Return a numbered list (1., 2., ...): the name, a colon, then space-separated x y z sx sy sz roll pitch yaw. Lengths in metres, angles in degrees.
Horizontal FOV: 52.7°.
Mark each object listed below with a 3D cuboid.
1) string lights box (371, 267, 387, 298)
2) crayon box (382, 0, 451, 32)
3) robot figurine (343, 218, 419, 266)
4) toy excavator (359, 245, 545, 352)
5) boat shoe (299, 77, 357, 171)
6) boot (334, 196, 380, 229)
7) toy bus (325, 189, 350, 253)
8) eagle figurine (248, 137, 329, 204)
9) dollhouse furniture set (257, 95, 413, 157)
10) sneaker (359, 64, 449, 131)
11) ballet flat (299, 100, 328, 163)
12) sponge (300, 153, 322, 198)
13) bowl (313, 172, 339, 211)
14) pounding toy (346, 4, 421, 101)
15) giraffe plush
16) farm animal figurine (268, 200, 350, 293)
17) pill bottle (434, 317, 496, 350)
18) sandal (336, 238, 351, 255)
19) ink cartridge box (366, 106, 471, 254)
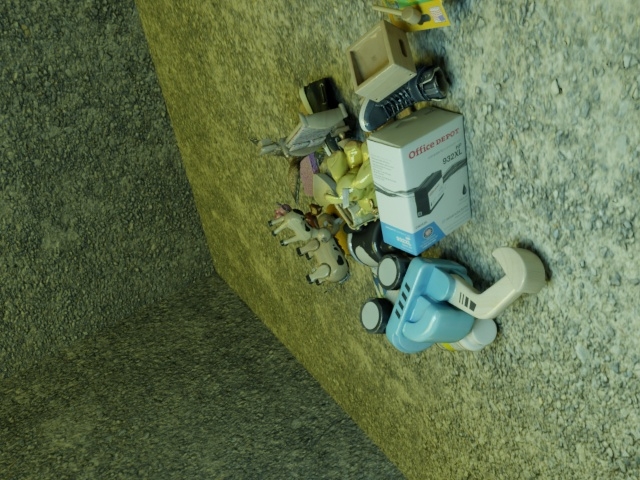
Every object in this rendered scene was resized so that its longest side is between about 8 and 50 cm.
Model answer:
1. string lights box: 0.257 0.188 2.245 0.133 0.076 0.260 35 145 50
2. crayon box: 0.183 -0.625 1.414 0.203 0.083 0.323 20 147 59
3. robot figurine: 0.196 0.004 2.040 0.278 0.173 0.209 -2 114 65
4. toy excavator: 0.362 0.160 1.755 0.445 0.222 0.433 39 116 51
5. boat shoe: 0.055 -0.360 2.026 0.127 0.113 0.340 5 -122 -63
6. boot: 0.185 -0.082 1.876 0.262 0.203 0.095 46 154 31
7. toy bus: 0.063 -0.045 2.279 0.202 0.104 0.191 33 148 13
8. eagle figurine: -0.089 -0.268 2.049 0.226 0.298 0.225 22 131 22
9. dollhouse furniture set: 0.044 -0.277 1.784 0.174 0.355 0.303 69 157 6
10. sneaker: 0.207 -0.346 1.568 0.163 0.226 0.086 23 156 53
11. ballet flat: -0.006 -0.370 2.178 0.073 0.080 0.232 -3 113 65
12. sponge: -0.043 -0.260 2.445 0.117 0.031 0.210 28 140 54
13. bowl: 0.032 -0.173 2.354 0.142 0.053 0.142 46 153 34
14. pounding toy: 0.166 -0.458 1.501 0.206 0.094 0.181 -30 61 40
15. giraffe plush: 0.126 -0.149 1.752 0.181 0.210 0.170 -3 157 40
16. farm animal figurine: 0.000 0.000 2.086 0.327 0.172 0.330 64 -163 1
17. pill bottle: 0.426 0.270 1.919 0.117 0.117 0.215 63 157 -1
18. sandal: 0.077 -0.021 2.416 0.180 0.072 0.049 53 140 19
19. ink cartridge box: 0.259 -0.154 1.655 0.129 0.223 0.307 28 140 48
